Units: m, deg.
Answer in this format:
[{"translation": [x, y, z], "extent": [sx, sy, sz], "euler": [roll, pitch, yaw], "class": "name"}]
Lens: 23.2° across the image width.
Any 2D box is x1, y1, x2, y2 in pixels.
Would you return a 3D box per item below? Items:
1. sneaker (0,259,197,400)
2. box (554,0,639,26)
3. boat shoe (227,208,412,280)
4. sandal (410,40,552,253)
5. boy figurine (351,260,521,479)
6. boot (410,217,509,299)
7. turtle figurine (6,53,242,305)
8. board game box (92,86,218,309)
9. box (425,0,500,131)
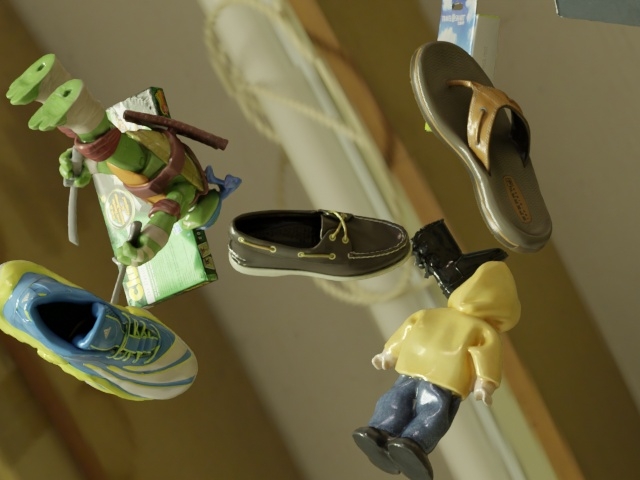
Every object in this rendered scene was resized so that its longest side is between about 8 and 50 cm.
[{"translation": [-0.204, 0.101, 1.482], "extent": [0.240, 0.091, 0.126], "euler": [26, 177, -30], "class": "sneaker"}, {"translation": [0.617, -0.560, 2.259], "extent": [0.297, 0.480, 0.471], "euler": [69, -141, -52], "class": "box"}, {"translation": [0.000, 0.000, 1.910], "extent": [0.068, 0.228, 0.081], "euler": [88, 180, -52], "class": "boat shoe"}, {"translation": [0.159, -0.093, 1.440], "extent": [0.090, 0.060, 0.219], "euler": [-13, -107, -36], "class": "sandal"}, {"translation": [0.144, 0.145, 1.857], "extent": [0.285, 0.177, 0.092], "euler": [-57, -45, -27], "class": "boy figurine"}, {"translation": [0.183, 0.014, 2.108], "extent": [0.099, 0.121, 0.045], "euler": [54, 157, 12], "class": "boot"}, {"translation": [-0.250, -0.055, 1.719], "extent": [0.266, 0.275, 0.198], "euler": [49, -151, -37], "class": "turtle figurine"}, {"translation": [-0.222, -0.051, 1.993], "extent": [0.030, 0.136, 0.259], "euler": [-2, -106, -59], "class": "board game box"}, {"translation": [0.188, -0.228, 2.059], "extent": [0.109, 0.042, 0.178], "euler": [-163, 79, -67], "class": "box"}]
